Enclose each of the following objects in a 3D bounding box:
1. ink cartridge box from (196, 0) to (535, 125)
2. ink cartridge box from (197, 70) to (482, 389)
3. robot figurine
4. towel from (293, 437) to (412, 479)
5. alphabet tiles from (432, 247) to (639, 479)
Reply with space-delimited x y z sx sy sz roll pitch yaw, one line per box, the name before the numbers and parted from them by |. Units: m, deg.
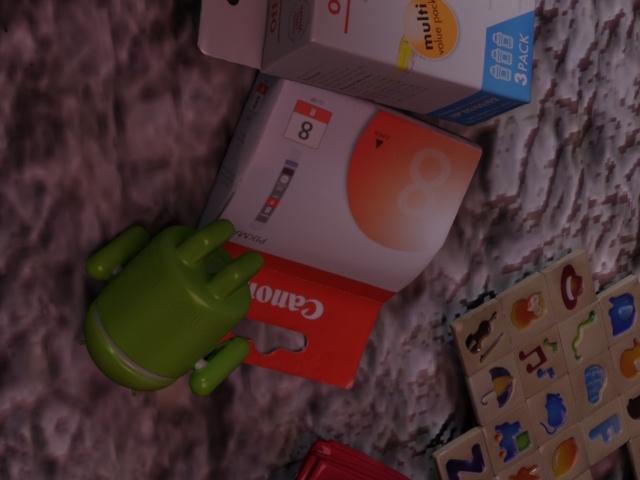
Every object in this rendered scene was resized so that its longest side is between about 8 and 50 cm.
ink cartridge box | 0.030 -0.136 0.691 0.181 0.062 0.104 10 77 -28
ink cartridge box | 0.000 0.000 0.752 0.145 0.045 0.179 18 96 -29
robot figurine | -0.085 0.038 0.697 0.101 0.067 0.115 47 112 1
towel | 0.000 0.280 0.852 0.199 0.031 0.274 29 94 -32
alphabet tiles | 0.164 0.135 0.874 0.198 0.009 0.237 -27 113 -24
